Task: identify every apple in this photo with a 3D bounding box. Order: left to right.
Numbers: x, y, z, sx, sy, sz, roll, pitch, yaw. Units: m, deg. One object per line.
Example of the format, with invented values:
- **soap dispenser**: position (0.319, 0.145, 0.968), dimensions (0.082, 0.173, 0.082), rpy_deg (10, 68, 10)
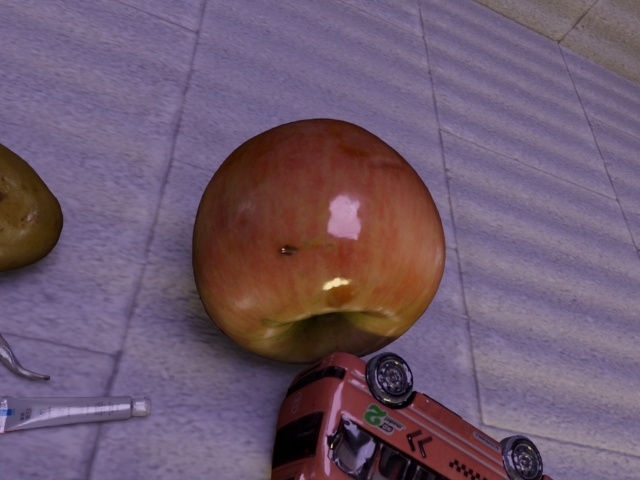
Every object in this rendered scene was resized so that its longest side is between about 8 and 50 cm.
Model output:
- **apple**: position (0.000, 0.000, 0.892), dimensions (0.391, 0.391, 0.347), rpy_deg (13, 52, -22)

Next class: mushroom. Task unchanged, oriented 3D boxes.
- **mushroom**: position (-0.501, 0.114, 0.749), dimensions (0.306, 0.043, 0.068), rpy_deg (21, 67, -18)

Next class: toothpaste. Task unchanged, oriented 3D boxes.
- **toothpaste**: position (-0.327, 0.229, 0.773), dimensions (0.190, 0.031, 0.048), rpy_deg (4, 59, -24)

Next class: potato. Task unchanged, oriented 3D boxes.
- **potato**: position (-0.447, -0.038, 0.811), dimensions (0.158, 0.178, 0.204), rpy_deg (18, 34, -39)

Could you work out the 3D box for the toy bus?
- **toy bus**: position (0.133, 0.356, 0.839), dimensions (0.426, 0.203, 0.233), rpy_deg (33, 52, -9)
